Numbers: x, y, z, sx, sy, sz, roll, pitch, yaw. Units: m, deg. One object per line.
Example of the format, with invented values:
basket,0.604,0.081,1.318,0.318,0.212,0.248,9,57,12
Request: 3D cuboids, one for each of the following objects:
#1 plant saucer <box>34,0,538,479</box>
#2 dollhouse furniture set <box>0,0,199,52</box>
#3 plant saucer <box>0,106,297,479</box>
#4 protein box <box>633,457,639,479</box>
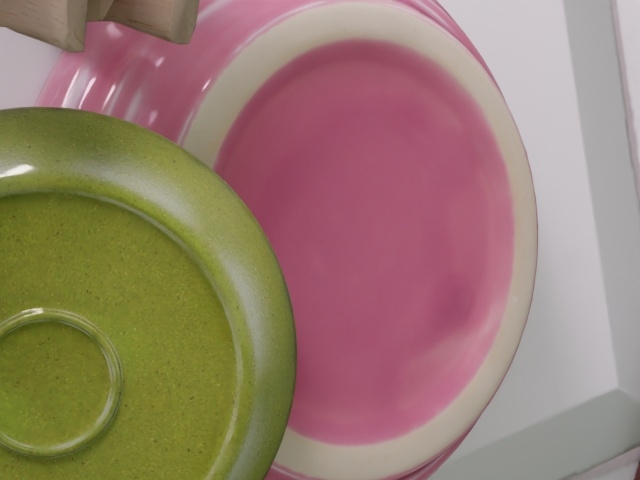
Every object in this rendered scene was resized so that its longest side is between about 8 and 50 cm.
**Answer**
plant saucer,0.000,0.000,0.883,0.332,0.084,0.332,-1,91,-38
dollhouse furniture set,-0.240,-0.275,0.619,0.362,0.256,0.394,-11,117,-47
plant saucer,-0.125,0.061,0.752,0.241,0.037,0.241,-2,100,-12
protein box,0.339,0.131,1.118,0.200,0.136,0.201,28,74,-36
